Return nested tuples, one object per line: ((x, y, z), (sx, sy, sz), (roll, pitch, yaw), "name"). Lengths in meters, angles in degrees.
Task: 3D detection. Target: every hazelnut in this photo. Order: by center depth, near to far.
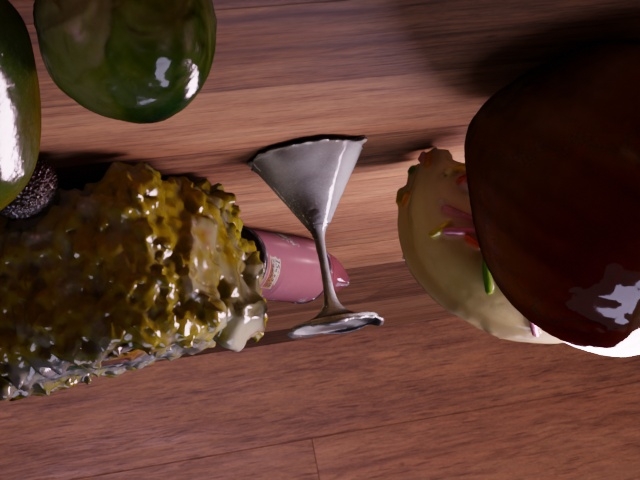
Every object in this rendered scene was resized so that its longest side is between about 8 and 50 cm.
((0.344, -0.062, 1.768), (0.359, 0.359, 0.409), (-16, 173, 26), "hazelnut")

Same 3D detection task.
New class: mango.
((-0.288, -0.112, 1.255), (0.114, 0.156, 0.251), (21, 146, 12), "mango")

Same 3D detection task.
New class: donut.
((0.294, -0.013, 2.056), (0.371, 0.307, 0.150), (-8, 148, -7), "donut")

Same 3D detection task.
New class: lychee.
((-0.329, -0.061, 1.752), (0.068, 0.083, 0.067), (19, 154, 23), "lychee")

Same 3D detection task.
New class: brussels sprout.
((-0.152, -0.153, 1.253), (0.149, 0.122, 0.151), (-18, 169, 24), "brussels sprout")

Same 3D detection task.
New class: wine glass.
((0.000, 0.000, 1.953), (0.156, 0.232, 0.156), (-10, 170, -2), "wine glass")

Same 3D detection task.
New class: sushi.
((-0.251, 0.051, 1.941), (0.351, 0.240, 0.396), (-15, 174, 18), "sushi")

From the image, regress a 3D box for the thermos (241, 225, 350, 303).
((-0.073, 0.046, 2.487), (0.136, 0.109, 0.330), (-16, 169, 23), "thermos")
